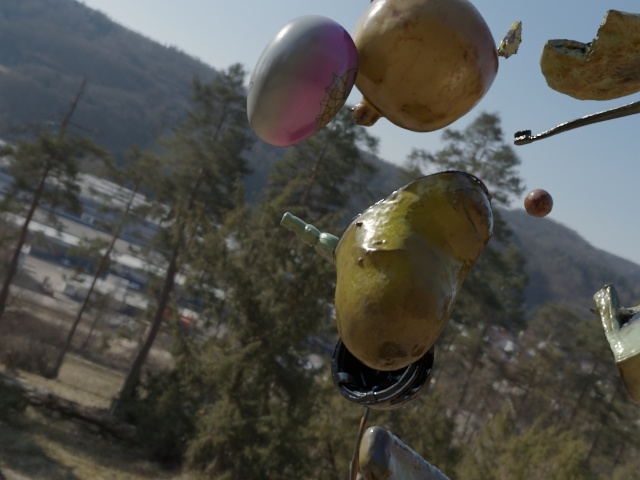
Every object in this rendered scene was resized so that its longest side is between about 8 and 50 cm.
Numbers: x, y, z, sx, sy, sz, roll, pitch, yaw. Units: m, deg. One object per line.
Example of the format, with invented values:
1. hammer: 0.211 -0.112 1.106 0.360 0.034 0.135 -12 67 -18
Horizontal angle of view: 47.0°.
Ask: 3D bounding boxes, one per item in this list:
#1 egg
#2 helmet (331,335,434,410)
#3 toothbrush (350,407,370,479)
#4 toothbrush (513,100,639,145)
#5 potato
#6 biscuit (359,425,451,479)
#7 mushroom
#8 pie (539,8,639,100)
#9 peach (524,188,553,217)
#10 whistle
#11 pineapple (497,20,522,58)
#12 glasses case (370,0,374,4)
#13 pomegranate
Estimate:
1. egg: -0.040 -0.307 1.426 0.196 0.271 0.196 37 0 0
2. helmet: 0.169 0.291 1.714 0.278 0.231 0.160 -1 -27 37
3. toothbrush: 0.122 0.553 2.150 0.031 0.321 0.023 1 -13 43
4. toothbrush: 0.523 -0.241 1.505 0.030 0.031 0.297 7 -12 -40
5. potato: 0.207 0.092 1.507 0.290 0.397 0.296 51 21 -38
6. biscuit: 0.154 0.502 1.363 0.062 0.237 0.290 -18 -44 35
7. mushroom: 0.789 0.252 1.782 0.217 0.212 0.292 53 13 -22
8. pie: 0.724 -0.446 1.836 0.337 0.075 0.337 9 -22 4
9. peach: 0.610 -0.104 2.056 0.083 0.083 0.083 24 3 -1
10. whistle: 0.000 0.000 2.153 0.258 0.067 0.126 32 -16 3
11. pineapple: 0.350 -0.363 1.353 0.019 0.083 0.045 16 -21 41
12. glasses case: 0.144 -0.585 1.726 0.041 0.065 0.170 -7 -1 -2
13. pomegranate: 0.199 -0.370 1.572 0.342 0.343 0.342 24 3 -1
